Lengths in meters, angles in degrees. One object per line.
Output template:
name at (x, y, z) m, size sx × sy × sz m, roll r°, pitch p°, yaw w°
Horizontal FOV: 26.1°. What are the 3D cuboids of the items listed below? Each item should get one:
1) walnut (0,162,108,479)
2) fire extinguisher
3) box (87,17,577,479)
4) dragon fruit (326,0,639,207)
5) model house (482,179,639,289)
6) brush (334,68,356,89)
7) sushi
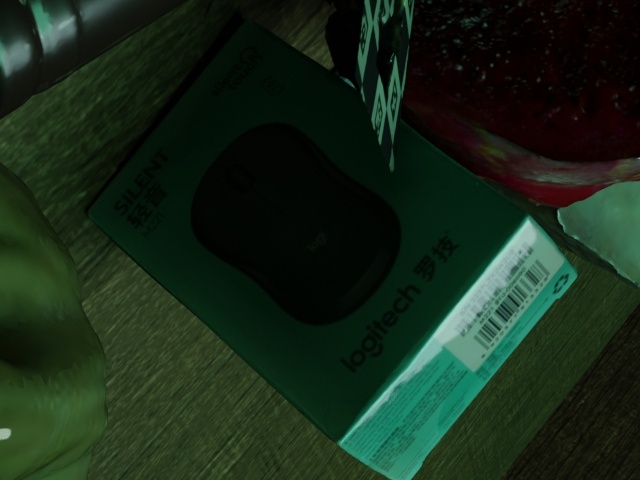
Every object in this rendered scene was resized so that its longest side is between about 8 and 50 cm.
walnut at (-0.269, 0.064, 0.568) m, size 0.381 × 0.381 × 0.381 m, roll -43°, pitch 155°, yaw -26°
fire extinguisher at (-0.098, -0.205, 0.806) m, size 0.337 × 0.114 × 0.135 m, roll -39°, pitch 109°, yaw -33°
box at (0.000, 0.000, 1.003) m, size 0.205 × 0.311 × 0.118 m, roll -49°, pitch 145°, yaw -2°
dragon fruit at (0.192, -0.191, 1.059) m, size 0.386 × 0.371 × 0.249 m, roll -37°, pitch 165°, yaw -12°
model house at (0.250, -0.148, 1.345) m, size 0.243 × 0.284 × 0.298 m, roll 32°, pitch 86°, yaw -45°
brush at (-0.024, -0.096, 1.215) m, size 0.196 × 0.021 × 0.070 m, roll -37°, pitch 153°, yaw -31°
sushi at (0.030, -0.195, 0.863) m, size 0.192 × 0.043 × 0.279 m, roll 54°, pitch 41°, yaw -73°
